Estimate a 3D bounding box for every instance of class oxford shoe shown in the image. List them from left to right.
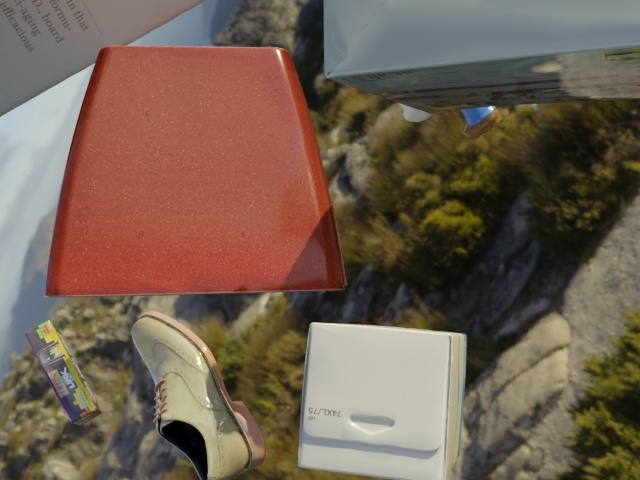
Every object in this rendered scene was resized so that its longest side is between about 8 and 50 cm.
[{"bbox_3d":[-0.273,0.302,1.675,0.146,0.397,0.140,-20,-32,-42],"label":"oxford shoe"}]

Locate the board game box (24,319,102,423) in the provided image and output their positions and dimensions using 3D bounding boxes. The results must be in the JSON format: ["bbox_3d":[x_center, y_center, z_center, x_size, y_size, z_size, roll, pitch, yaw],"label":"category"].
[{"bbox_3d":[-0.435,0.229,1.447,0.048,0.170,0.141,-28,-8,-14],"label":"board game box"}]

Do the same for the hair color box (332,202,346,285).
[{"bbox_3d":[0.000,0.000,1.582,0.093,0.053,0.167,-133,31,-62],"label":"hair color box"}]

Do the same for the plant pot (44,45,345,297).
[{"bbox_3d":[-0.124,-0.065,0.880,0.267,0.267,0.236,160,109,-83],"label":"plant pot"}]

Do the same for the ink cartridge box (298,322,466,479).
[{"bbox_3d":[0.100,0.224,1.228,0.270,0.198,0.197,25,-111,-76],"label":"ink cartridge box"}]

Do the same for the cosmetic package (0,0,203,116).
[{"bbox_3d":[-0.413,-0.376,1.022,0.393,0.327,0.329,-33,38,-10],"label":"cosmetic package"}]

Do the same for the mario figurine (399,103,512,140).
[{"bbox_3d":[0.197,-0.329,1.478,0.170,0.320,0.198,-38,8,42],"label":"mario figurine"}]

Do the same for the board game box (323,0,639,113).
[{"bbox_3d":[0.152,-0.151,0.594,0.303,0.224,0.098,-9,-82,-72],"label":"board game box"}]
